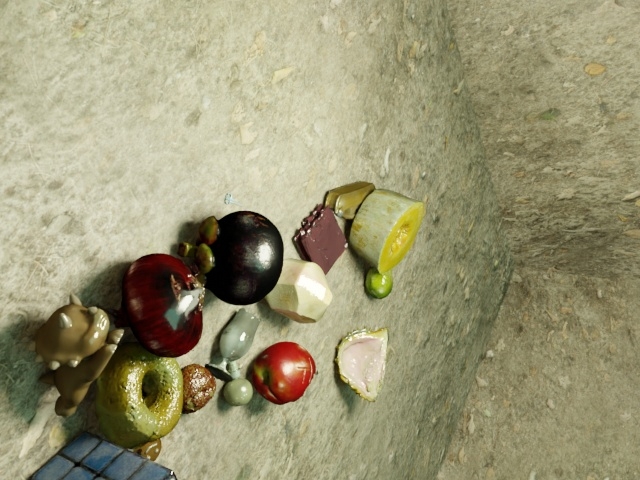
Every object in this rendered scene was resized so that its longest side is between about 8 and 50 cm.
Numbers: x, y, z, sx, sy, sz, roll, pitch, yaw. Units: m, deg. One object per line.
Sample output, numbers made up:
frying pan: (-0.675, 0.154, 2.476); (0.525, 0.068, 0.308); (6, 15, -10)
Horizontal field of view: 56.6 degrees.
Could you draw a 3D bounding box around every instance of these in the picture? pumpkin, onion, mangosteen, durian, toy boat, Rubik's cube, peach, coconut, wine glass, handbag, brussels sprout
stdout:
pumpkin: (0.252, -0.049, 2.367); (0.332, 0.199, 0.332); (-41, 148, -33)
onion: (-0.425, 0.173, 1.500); (0.273, 0.285, 0.273); (162, -90, -86)
mangosteen: (-0.254, 0.045, 1.696); (0.302, 0.275, 0.275); (10, 86, -22)
durian: (0.147, 0.471, 2.393); (0.196, 0.185, 0.305); (18, 87, -28)
toy boat: (0.128, -0.152, 2.314); (0.321, 0.089, 0.121); (-24, 120, -53)
Rubik's cube: (-0.503, 0.700, 1.337); (0.337, 0.344, 0.343); (-42, 126, -43)
peach: (-0.113, 0.441, 1.981); (0.226, 0.196, 0.190); (5, 124, -53)
coconut: (-0.061, 0.168, 1.977); (0.237, 0.237, 0.197); (47, 56, -47)
wine glass: (-0.265, 0.315, 1.818); (0.103, 0.103, 0.222); (60, 43, -40)
handbag: (-0.002, 0.000, 2.167); (0.203, 0.074, 0.216); (-55, 134, -35)
brussels sprout: (0.247, 0.173, 2.507); (0.155, 0.117, 0.155); (45, 38, -51)

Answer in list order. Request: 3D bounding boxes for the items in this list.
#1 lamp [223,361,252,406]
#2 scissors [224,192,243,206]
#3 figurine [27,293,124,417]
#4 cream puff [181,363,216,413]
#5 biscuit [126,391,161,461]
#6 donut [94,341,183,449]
lamp: (-0.268, 0.434, 1.861); (0.091, 0.091, 0.163); (-12, 88, -53)
scissors: (-0.265, -0.119, 1.834); (0.083, 0.006, 0.036); (28, 71, -53)
figurine: (-0.567, 0.246, 1.338); (0.173, 0.247, 0.177); (32, 36, -15)
cream puff: (-0.362, 0.432, 1.715); (0.149, 0.084, 0.149); (-10, 103, -51)
biscuit: (-0.478, 0.519, 1.612); (0.138, 0.031, 0.205); (-35, 124, -47)
donut: (-0.446, 0.386, 1.512); (0.272, 0.107, 0.272); (-11, 90, -67)
